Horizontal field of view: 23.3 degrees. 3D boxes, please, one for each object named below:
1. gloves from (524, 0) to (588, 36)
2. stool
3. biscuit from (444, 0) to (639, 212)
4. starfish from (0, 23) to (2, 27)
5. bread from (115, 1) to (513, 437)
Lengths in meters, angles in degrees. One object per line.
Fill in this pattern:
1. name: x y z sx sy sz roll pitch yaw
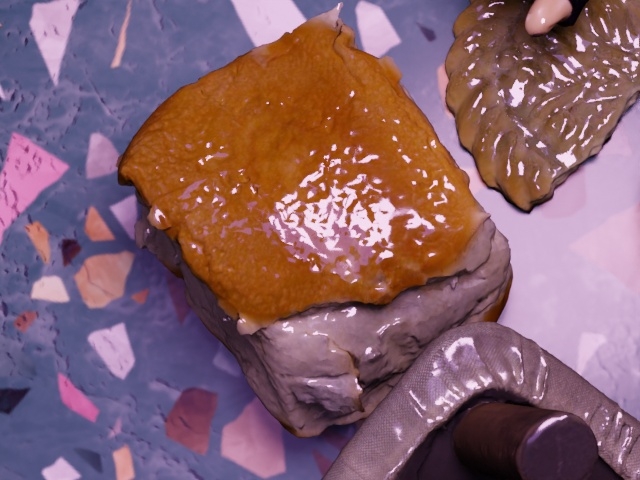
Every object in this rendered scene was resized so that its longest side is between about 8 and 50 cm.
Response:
1. gloves: 0.192 -0.304 1.299 0.197 0.152 0.301 -10 50 39
2. stool: 0.155 0.266 1.154 0.310 0.226 0.310 34 96 -15
3. biscuit: 0.211 -0.173 1.357 0.187 0.036 0.273 41 89 14
4. starfish: -0.408 -0.353 1.424 0.358 0.078 0.347 20 85 8
5. bread: 0.000 0.000 1.257 0.250 0.225 0.279 -34 71 -6
